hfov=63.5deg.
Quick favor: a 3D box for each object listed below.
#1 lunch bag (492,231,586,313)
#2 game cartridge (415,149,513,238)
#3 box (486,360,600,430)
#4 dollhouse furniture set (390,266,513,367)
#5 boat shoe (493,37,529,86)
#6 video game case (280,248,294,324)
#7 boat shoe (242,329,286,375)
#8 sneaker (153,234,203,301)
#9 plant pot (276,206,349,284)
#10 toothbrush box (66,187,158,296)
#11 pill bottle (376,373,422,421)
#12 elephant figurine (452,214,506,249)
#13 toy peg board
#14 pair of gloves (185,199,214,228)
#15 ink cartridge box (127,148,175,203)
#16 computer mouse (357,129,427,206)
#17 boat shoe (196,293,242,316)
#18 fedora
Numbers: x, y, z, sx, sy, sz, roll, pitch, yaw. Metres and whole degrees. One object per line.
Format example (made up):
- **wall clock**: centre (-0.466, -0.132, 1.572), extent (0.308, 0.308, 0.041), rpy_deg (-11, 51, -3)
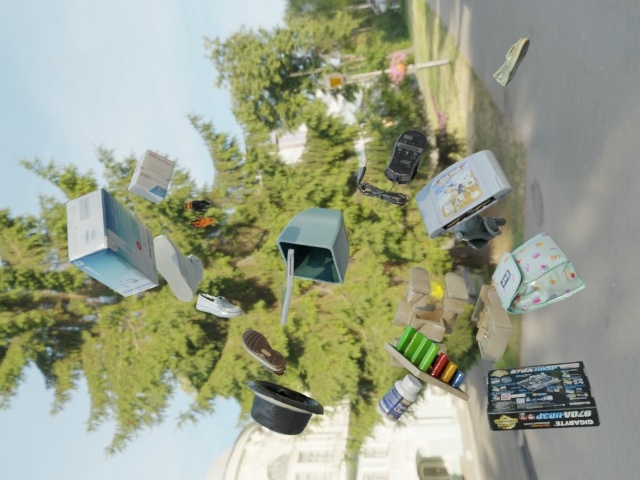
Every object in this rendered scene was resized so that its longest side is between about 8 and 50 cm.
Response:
- **lunch bag**: centre (0.729, 0.124, 1.791), extent (0.160, 0.262, 0.223), rpy_deg (50, -160, -20)
- **game cartridge**: centre (0.450, -0.156, 1.673), extent (0.062, 0.297, 0.198), rpy_deg (26, -141, -44)
- **box**: centre (0.486, 0.345, 1.154), extent (0.175, 0.220, 0.051), rpy_deg (-49, -56, -65)
- **dollhouse furniture set**: centre (0.480, 0.281, 1.948), extent (0.256, 0.395, 0.361), rpy_deg (-77, -4, -60)
- **boat shoe**: centre (0.478, -0.454, 1.306), extent (0.056, 0.048, 0.153), rpy_deg (-46, -16, -14)
- **video game case**: centre (-0.124, 0.173, 1.930), extent (0.193, 0.023, 0.212), rpy_deg (-92, 11, -50)
- **boat shoe**: centre (-0.240, 0.477, 2.162), extent (0.257, 0.095, 0.095), rpy_deg (37, 146, 39)
- **sneaker**: centre (-0.568, 0.083, 2.075), extent (0.169, 0.108, 0.292), rpy_deg (-74, -31, -61)
- **plant pot**: centre (0.000, 0.000, 2.172), extent (0.247, 0.247, 0.252), rpy_deg (73, -147, -46)
- **toothbrush box**: centre (-0.634, 0.015, 1.595), extent (0.295, 0.126, 0.216), rpy_deg (65, -174, -60)
- **pill bottle**: centre (0.292, 0.573, 1.892), extent (0.169, 0.094, 0.094), rpy_deg (-53, -1, 14)
- **elephant figurine**: centre (0.674, -0.049, 2.145), extent (0.169, 0.240, 0.185), rpy_deg (-169, 102, -80)
- **toy peg board**: centre (0.259, 0.276, 1.200), extent (0.079, 0.161, 0.161), rpy_deg (-59, 23, 1)
- **pair of gloves**: centre (-0.351, -0.077, 1.499), extent (0.010, 0.074, 0.083), rpy_deg (-15, 87, 56)
- **ink cartridge box**: centre (-0.465, -0.177, 1.429), extent (0.089, 0.052, 0.122), rpy_deg (28, -124, -31)
- **computer mouse**: centre (0.223, -0.233, 1.631), extent (0.060, 0.184, 0.261), rpy_deg (54, -127, -67)
- **boat shoe**: centre (-0.451, 0.285, 2.292), extent (0.083, 0.227, 0.075), rpy_deg (-27, -57, -71)
- **fedora**: centre (-0.159, 0.685, 2.082), extent (0.334, 0.334, 0.152), rpy_deg (47, -118, -73)
